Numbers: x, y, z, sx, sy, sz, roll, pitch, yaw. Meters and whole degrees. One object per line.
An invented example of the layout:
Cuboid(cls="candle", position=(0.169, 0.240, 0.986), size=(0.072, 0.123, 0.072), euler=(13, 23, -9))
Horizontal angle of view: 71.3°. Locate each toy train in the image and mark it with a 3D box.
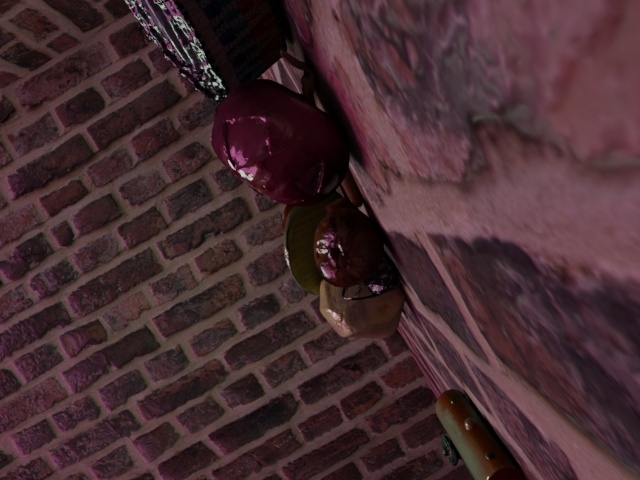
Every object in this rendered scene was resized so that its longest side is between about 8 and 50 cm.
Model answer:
Cuboid(cls="toy train", position=(0.333, 0.449, 0.951), size=(0.285, 0.116, 0.177), euler=(-114, 7, -71))

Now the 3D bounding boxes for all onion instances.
Cuboid(cls="onion", position=(-0.044, -0.133, 0.660), size=(0.201, 0.200, 0.207), euler=(61, 169, 16))

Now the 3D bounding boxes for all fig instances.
Cuboid(cls="fig", position=(0.057, 0.000, 0.952), size=(0.231, 0.143, 0.161), euler=(-92, 4, -72))

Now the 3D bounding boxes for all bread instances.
Cuboid(cls="bread", position=(0.067, -0.055, 1.144), size=(0.119, 0.067, 0.192), euler=(44, -165, -53))
Cuboid(cls="bread", position=(0.003, 0.004, 1.244), size=(0.045, 0.301, 0.301), euler=(5, 137, 41))

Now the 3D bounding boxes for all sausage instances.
Cuboid(cls="sausage", position=(0.053, -0.111, 0.863), size=(0.116, 0.026, 0.026), euler=(59, -178, -35))

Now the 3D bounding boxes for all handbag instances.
Cuboid(cls="handbag", position=(0.109, 0.093, 1.045), size=(0.072, 0.139, 0.115), euler=(50, -174, -34))

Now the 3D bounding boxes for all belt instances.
Cuboid(cls="belt", position=(-0.164, -0.344, 0.603), size=(0.206, 0.160, 0.295), euler=(36, 165, 40))

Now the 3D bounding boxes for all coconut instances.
Cuboid(cls="coconut", position=(0.111, 0.159, 1.184), size=(0.237, 0.236, 0.197), euler=(60, 146, 6))

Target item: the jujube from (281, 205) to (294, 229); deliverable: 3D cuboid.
Cuboid(cls="jujube", position=(-0.015, -0.079, 1.610), size=(0.223, 0.223, 0.318), euler=(60, -170, 0))

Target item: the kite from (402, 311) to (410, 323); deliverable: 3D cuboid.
Cuboid(cls="kite", position=(0.233, 0.166, 1.472), size=(0.169, 0.015, 0.310), euler=(61, -176, 33))
